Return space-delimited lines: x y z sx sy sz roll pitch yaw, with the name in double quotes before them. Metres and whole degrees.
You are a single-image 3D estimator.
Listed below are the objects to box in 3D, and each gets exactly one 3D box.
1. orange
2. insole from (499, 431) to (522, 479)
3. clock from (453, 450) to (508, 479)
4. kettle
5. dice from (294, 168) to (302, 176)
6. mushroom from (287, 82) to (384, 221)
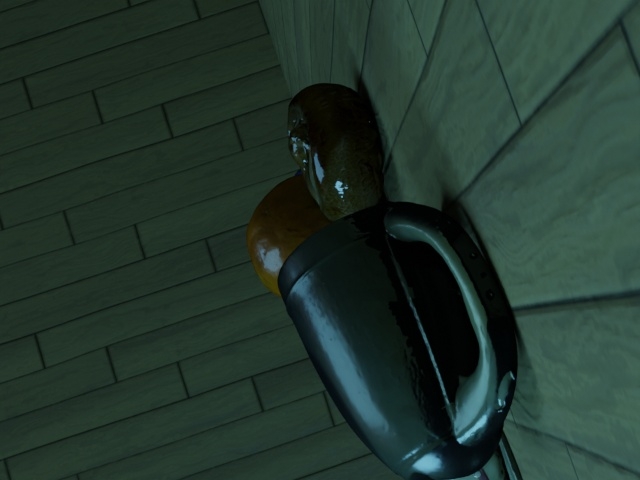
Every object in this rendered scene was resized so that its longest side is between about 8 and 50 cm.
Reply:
"orange" 0.000 0.000 1.806 0.284 0.284 0.226 -111 17 -49
"insole" 0.278 0.349 1.324 0.063 0.010 0.192 77 175 -68
"clock" 0.239 0.385 1.423 0.144 0.103 0.231 118 131 -85
"kettle" 0.123 0.121 1.150 0.321 0.228 0.324 -57 49 46
"dice" 0.033 -0.100 2.000 0.143 0.146 0.146 -109 0 -79
"mushroom" 0.026 -0.149 1.633 0.253 0.153 0.253 162 90 -86
